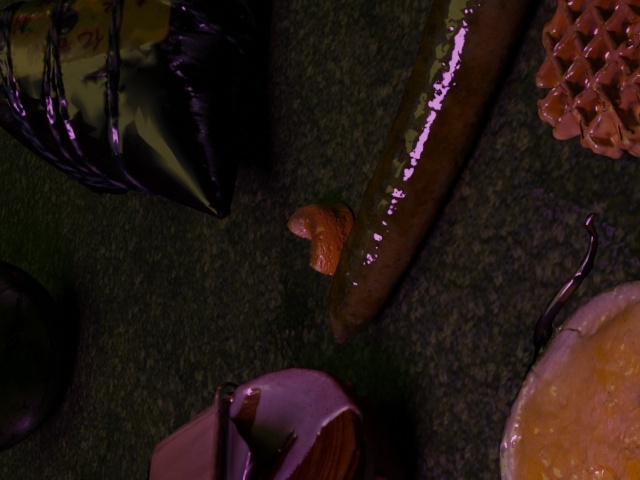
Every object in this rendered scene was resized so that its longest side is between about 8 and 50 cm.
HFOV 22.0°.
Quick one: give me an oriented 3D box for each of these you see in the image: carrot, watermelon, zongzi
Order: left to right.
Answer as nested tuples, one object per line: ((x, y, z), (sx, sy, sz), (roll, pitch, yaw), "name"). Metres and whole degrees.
((-0.418, 0.138, 1.960), (0.242, 0.242, 0.242), (-32, 52, 53), "watermelon")
((-0.183, -0.124, 1.662), (0.383, 0.319, 0.362), (-29, 48, 32), "zongzi")
((0.079, -0.070, 1.309), (0.358, 0.074, 0.074), (-68, 30, 20), "carrot")
((0.205, 0.127, 0.939), (0.232, 0.127, 0.204), (47, 120, 55), "watermelon")

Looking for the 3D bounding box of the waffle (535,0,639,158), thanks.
((0.210, -0.144, 1.134), (0.191, 0.038, 0.191), (-30, 55, 54), "waffle")

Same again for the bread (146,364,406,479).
((-0.041, 0.201, 1.297), (0.212, 0.142, 0.224), (-27, 37, 21), "bread")

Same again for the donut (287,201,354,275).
((0.000, 0.000, 1.460), (0.067, 0.038, 0.083), (-29, 53, 51), "donut")
